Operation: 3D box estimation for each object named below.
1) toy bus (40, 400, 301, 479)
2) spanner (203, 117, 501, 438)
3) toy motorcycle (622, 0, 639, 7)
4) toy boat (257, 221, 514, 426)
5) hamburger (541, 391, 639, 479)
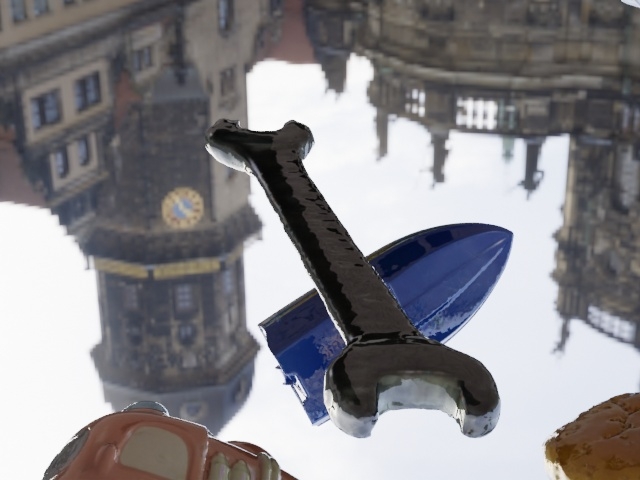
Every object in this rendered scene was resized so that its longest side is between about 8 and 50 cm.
[{"bbox_3d":[-0.126,0.257,0.976,0.288,0.194,0.232,24,-128,-14],"label":"toy bus"},{"bbox_3d":[0.000,0.000,0.438,0.054,0.015,0.254,-8,-152,-13],"label":"spanner"},{"bbox_3d":[0.278,-0.276,1.058,0.150,0.102,0.221,17,-175,30],"label":"toy motorcycle"},{"bbox_3d":[0.083,0.068,1.203,0.295,0.129,0.088,-32,-162,-13],"label":"toy boat"},{"bbox_3d":[0.344,0.241,1.116,0.244,0.163,0.244,-13,-167,3],"label":"hamburger"}]
